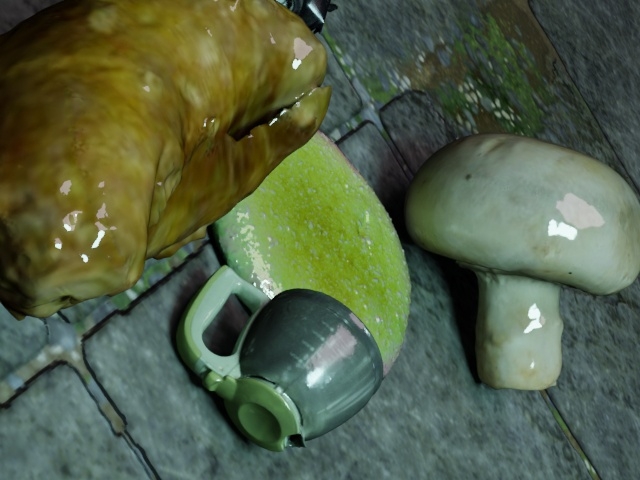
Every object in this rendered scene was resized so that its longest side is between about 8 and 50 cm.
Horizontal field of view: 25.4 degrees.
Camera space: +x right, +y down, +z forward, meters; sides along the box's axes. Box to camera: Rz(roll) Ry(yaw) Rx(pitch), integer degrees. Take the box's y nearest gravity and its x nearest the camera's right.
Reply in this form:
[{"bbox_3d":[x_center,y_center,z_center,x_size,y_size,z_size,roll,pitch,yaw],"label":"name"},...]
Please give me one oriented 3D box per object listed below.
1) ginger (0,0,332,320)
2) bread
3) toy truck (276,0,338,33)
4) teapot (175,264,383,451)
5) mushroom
[{"bbox_3d":[-0.121,-0.059,0.824,0.321,0.172,0.165,-49,145,-52],"label":"ginger"},{"bbox_3d":[0.000,0.000,1.062,0.228,0.033,0.228,38,36,-34],"label":"bread"},{"bbox_3d":[-0.105,-0.221,0.999,0.259,0.121,0.088,45,35,-26],"label":"toy truck"},{"bbox_3d":[-0.032,0.085,0.919,0.091,0.124,0.092,-45,146,-43],"label":"teapot"},{"bbox_3d":[0.167,0.004,1.192,0.206,0.209,0.206,8,34,-5],"label":"mushroom"}]
